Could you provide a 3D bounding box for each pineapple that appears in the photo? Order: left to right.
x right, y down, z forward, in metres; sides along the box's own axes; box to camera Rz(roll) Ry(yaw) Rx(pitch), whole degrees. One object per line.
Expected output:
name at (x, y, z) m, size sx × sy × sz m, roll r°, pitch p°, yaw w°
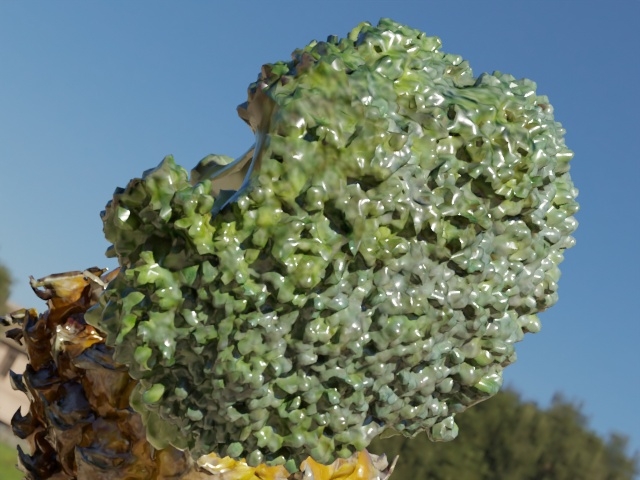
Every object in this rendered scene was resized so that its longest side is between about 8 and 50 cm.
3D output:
pineapple at (-0.110, 0.170, 1.291) m, size 0.352 × 0.300 × 0.352 m, roll -5°, pitch -21°, yaw -2°

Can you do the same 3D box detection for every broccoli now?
broccoli at (0.007, 0.013, 0.851) m, size 0.288 × 0.235 × 0.260 m, roll 2°, pitch -26°, yaw -29°
